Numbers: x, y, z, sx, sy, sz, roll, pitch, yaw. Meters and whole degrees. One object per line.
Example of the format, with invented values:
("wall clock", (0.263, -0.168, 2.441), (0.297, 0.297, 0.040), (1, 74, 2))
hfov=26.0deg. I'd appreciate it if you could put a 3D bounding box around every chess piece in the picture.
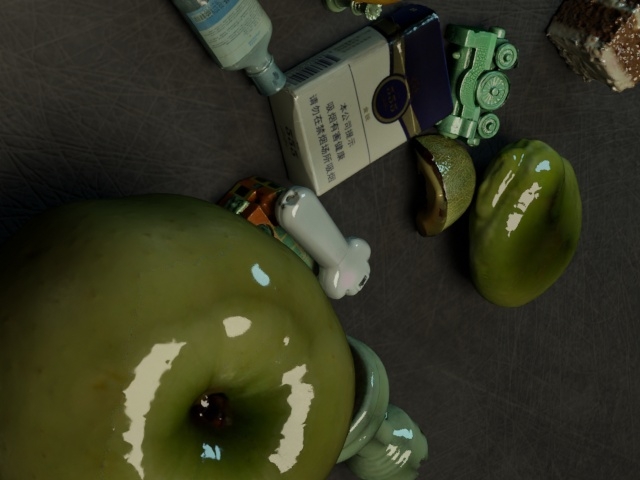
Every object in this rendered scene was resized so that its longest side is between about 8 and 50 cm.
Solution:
("chess piece", (0.050, 0.267, 2.028), (0.194, 0.194, 0.299), (-54, 144, -6))
("chess piece", (0.045, -0.306, 1.785), (0.042, 0.093, 0.042), (-20, 123, -34))

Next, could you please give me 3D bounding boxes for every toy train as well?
("toy train", (-0.066, -0.002, 1.859), (0.099, 0.072, 0.188), (-52, 135, -18))
("toy train", (0.219, -0.223, 1.995), (0.105, 0.071, 0.178), (2, 108, -33))

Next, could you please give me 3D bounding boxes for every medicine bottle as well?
("medicine bottle", (-0.106, -0.261, 1.705), (0.090, 0.054, 0.208), (-49, 135, -13))

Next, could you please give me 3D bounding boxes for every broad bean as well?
("broad bean", (0.314, -0.028, 2.128), (0.238, 0.119, 0.291), (-36, 136, -34))

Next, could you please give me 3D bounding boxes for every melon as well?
("melon", (0.192, -0.083, 2.034), (0.128, 0.079, 0.160), (-28, 126, -33))

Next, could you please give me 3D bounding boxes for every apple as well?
("apple", (-0.202, 0.158, 1.573), (0.474, 0.473, 0.473), (-19, 122, -33))

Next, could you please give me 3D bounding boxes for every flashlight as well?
("flashlight", (0.000, 0.000, 1.840), (0.093, 0.047, 0.200), (-56, 134, -17))

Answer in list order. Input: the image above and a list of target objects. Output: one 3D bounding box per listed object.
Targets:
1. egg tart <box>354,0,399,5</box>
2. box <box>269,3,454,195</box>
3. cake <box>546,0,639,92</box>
("egg tart", (0.062, -0.464, 1.680), (0.339, 0.153, 0.351), (29, 91, -44))
("box", (0.060, -0.192, 1.870), (0.259, 0.071, 0.168), (-32, 128, -24))
("cake", (0.438, -0.321, 2.094), (0.147, 0.135, 0.134), (-48, 134, -5))
